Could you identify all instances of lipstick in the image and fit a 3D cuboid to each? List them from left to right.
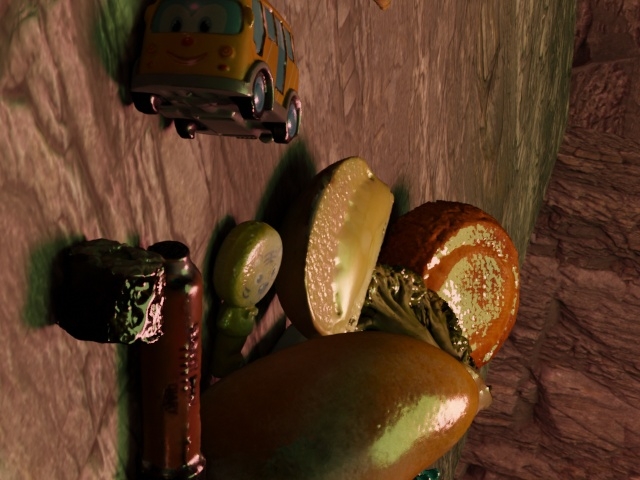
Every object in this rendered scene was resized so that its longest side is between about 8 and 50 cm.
[{"bbox_3d":[-0.160,0.190,1.478,0.077,0.077,0.419,-53,151,-55],"label":"lipstick"}]

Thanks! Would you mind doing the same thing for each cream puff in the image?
[{"bbox_3d":[0.205,0.077,2.404,0.303,0.212,0.303,-4,96,-37],"label":"cream puff"}]

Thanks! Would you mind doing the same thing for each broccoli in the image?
[{"bbox_3d":[0.111,0.196,2.078,0.321,0.283,0.304,39,77,-43],"label":"broccoli"}]

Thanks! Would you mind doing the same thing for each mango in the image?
[{"bbox_3d":[0.013,0.224,1.634,0.199,0.383,0.222,152,-76,-76],"label":"mango"}]

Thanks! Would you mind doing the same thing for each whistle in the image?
[{"bbox_3d":[-0.100,0.070,1.648,0.104,0.057,0.198,-19,129,-60],"label":"whistle"}]

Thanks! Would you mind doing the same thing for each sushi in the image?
[{"bbox_3d":[-0.183,0.046,1.248,0.098,0.094,0.084,-26,125,-64],"label":"sushi"}]

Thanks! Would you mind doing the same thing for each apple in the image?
[{"bbox_3d":[0.000,0.000,1.819,0.193,0.120,0.265,59,42,-50],"label":"apple"}]

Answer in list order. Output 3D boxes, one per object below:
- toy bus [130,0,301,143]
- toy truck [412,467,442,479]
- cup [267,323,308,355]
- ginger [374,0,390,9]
[{"bbox_3d":[-0.093,-0.172,1.330,0.209,0.126,0.136,28,67,-74],"label":"toy bus"},{"bbox_3d":[0.121,0.406,2.303,0.176,0.177,0.364,13,63,-76],"label":"toy truck"},{"bbox_3d":[-0.032,0.196,1.856,0.236,0.134,0.148,-66,137,-63],"label":"cup"},{"bbox_3d":[0.122,-0.456,1.913,0.363,0.122,0.348,53,53,-78],"label":"ginger"}]
